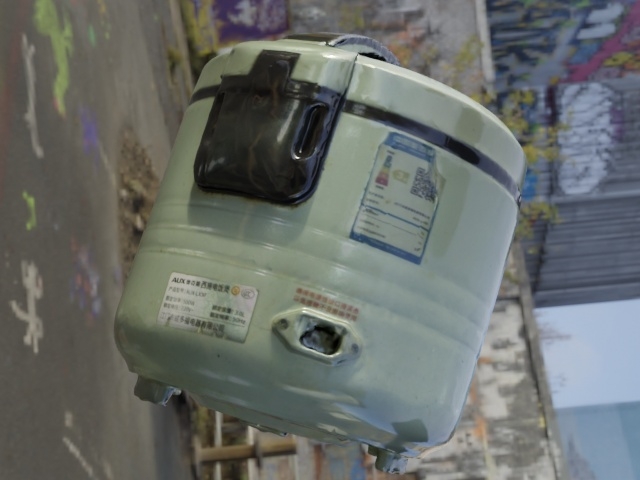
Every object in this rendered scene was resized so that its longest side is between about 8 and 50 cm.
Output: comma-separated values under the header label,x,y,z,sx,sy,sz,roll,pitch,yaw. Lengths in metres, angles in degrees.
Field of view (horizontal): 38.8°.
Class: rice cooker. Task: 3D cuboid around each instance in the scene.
label,x,y,z,sx,sy,sz,roll,pitch,yaw
rice cooker,0.000,0.000,0.546,0.226,0.226,0.244,83,26,-80
